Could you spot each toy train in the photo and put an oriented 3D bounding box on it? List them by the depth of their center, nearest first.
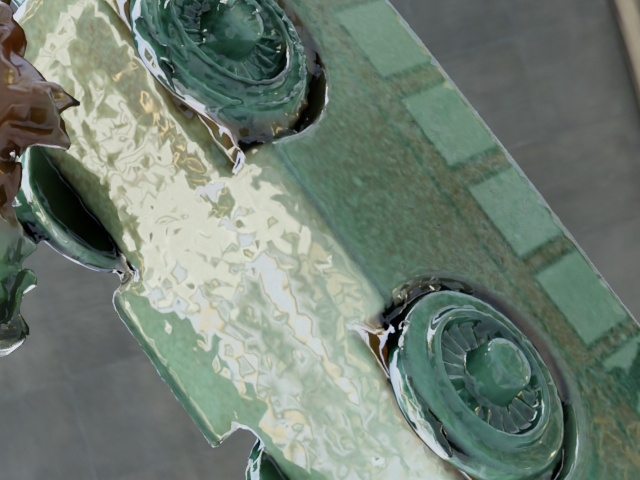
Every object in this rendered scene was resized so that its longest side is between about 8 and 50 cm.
[{"bbox_3d":[0.000,0.000,0.593,0.326,0.129,0.159,53,-143,9],"label":"toy train"}]

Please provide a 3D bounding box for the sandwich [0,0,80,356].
[{"bbox_3d":[-0.188,-0.115,0.464,0.250,0.162,0.301,33,-121,-36],"label":"sandwich"}]
